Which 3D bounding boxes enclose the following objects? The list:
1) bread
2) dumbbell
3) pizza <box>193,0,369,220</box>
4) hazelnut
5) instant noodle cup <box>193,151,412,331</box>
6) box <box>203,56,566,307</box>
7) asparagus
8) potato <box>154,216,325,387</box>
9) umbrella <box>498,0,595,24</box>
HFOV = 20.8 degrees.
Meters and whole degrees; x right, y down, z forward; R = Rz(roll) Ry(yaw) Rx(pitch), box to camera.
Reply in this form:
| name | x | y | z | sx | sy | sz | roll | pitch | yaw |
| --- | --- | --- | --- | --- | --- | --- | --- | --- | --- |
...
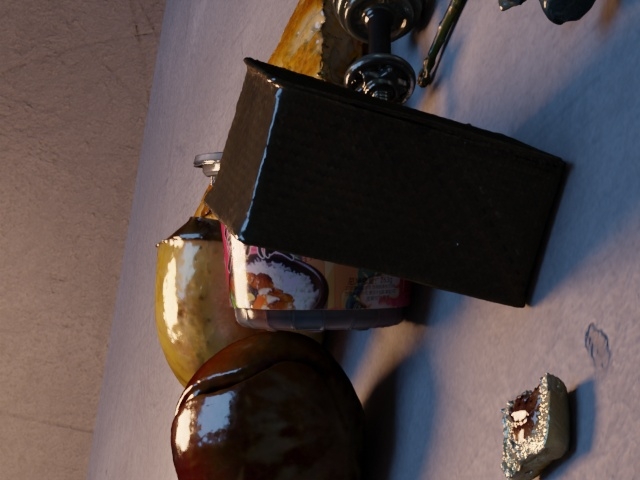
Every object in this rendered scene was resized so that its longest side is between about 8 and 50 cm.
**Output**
| name | x | y | z | sx | sy | sz | roll | pitch | yaw |
| --- | --- | --- | --- | --- | --- | --- | --- | --- | --- |
| bread | 0.170 | 0.151 | 1.384 | 0.083 | 0.035 | 0.070 | 134 | 145 | -57 |
| dumbbell | 0.064 | -0.212 | 1.928 | 0.110 | 0.110 | 0.255 | 119 | 160 | -44 |
| pizza | -0.013 | -0.139 | 2.130 | 0.440 | 0.130 | 0.406 | -64 | 17 | 4 |
| hazelnut | -0.036 | 0.210 | 1.807 | 0.218 | 0.218 | 0.234 | 158 | 94 | -72 |
| instant noodle cup | 0.000 | 0.000 | 1.792 | 0.302 | 0.258 | 0.182 | -2 | -89 | -72 |
| box | 0.052 | -0.052 | 1.532 | 0.184 | 0.273 | 0.143 | -139 | 64 | -74 |
| asparagus | 0.131 | -0.221 | 1.888 | 0.018 | 0.015 | 0.127 | -97 | 25 | -56 |
| potato | -0.091 | 0.098 | 2.043 | 0.285 | 0.242 | 0.243 | 119 | 163 | -81 |
| umbrella | 0.192 | -0.313 | 1.586 | 0.349 | 0.094 | 0.143 | -105 | 31 | -45 |
